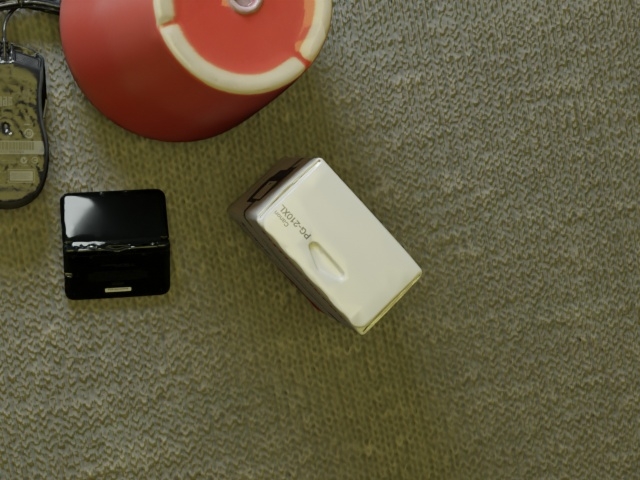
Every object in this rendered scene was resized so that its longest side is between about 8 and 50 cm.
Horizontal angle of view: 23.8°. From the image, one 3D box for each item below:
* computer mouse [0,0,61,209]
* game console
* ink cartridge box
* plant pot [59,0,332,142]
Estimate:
[{"bbox_3d":[-0.321,-0.169,1.718,0.184,0.060,0.262,-6,90,-16],"label":"computer mouse"},{"bbox_3d":[-0.238,0.005,1.762,0.122,0.071,0.107,-3,124,-10],"label":"game console"},{"bbox_3d":[0.000,0.000,1.691,0.100,0.237,0.172,-44,100,-6],"label":"ink cartridge box"},{"bbox_3d":[-0.120,-0.245,1.630,0.275,0.243,0.275,0,90,-22],"label":"plant pot"}]
